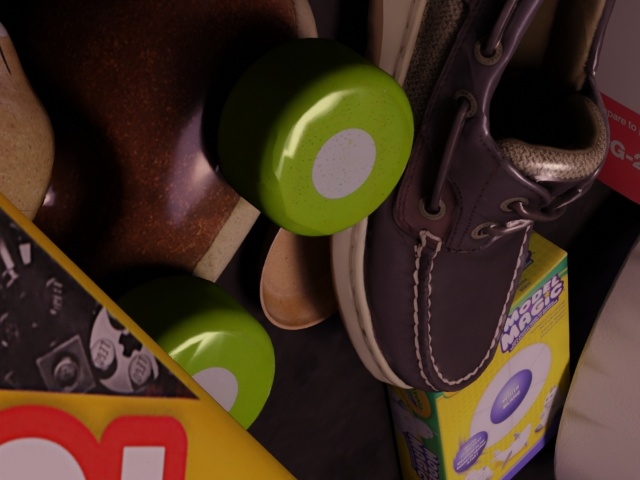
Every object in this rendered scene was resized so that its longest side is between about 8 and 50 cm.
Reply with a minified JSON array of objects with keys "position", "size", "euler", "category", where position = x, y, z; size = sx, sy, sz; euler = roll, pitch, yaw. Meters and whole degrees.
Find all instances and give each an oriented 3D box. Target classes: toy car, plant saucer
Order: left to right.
[{"position":[-0.101,-0.042,0.459],"size":[0.188,0.155,0.149],"euler":[22,102,-44],"category":"toy car"},{"position":[0.000,0.000,0.736],"size":[0.083,0.015,0.083],"euler":[-32,141,-31],"category":"plant saucer"}]

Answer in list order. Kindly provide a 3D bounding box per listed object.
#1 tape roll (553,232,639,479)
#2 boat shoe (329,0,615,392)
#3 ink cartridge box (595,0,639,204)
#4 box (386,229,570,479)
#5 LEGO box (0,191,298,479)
[{"position":[0.267,0.081,0.976],"size":[0.246,0.169,0.246],"euler":[-43,148,-36],"category":"tape roll"},{"position":[0.072,-0.047,0.691],"size":[0.103,0.092,0.285],"euler":[-27,133,-44],"category":"boat shoe"},{"position":[0.213,-0.147,0.793],"size":[0.172,0.100,0.237],"euler":[-32,142,-31],"category":"ink cartridge box"},{"position":[0.085,0.067,0.884],"size":[0.105,0.043,0.179],"euler":[-41,144,-22],"category":"box"},{"position":[-0.118,0.232,0.404],"size":[0.500,0.193,0.372],"euler":[48,61,-36],"category":"LEGO box"}]
